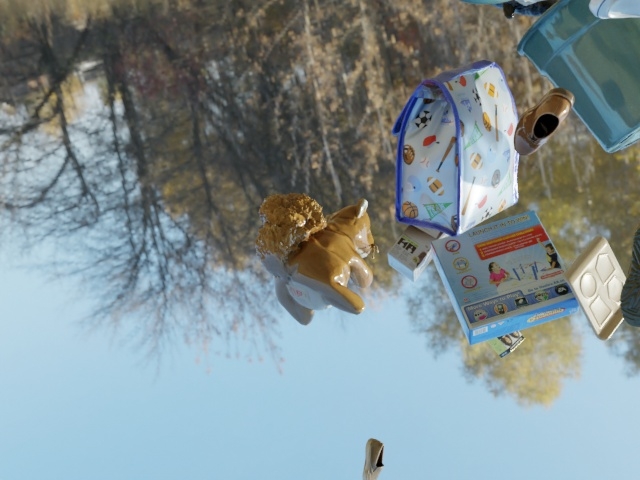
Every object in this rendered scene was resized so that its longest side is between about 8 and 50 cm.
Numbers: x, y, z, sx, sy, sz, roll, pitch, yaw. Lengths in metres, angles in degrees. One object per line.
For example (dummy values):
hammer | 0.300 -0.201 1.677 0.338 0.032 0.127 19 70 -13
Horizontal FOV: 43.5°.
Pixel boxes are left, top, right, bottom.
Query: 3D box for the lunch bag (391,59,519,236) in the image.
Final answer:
lunch bag | 0.350 -0.251 2.058 0.238 0.386 0.327 16 -152 35

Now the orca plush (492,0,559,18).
orca plush | 0.571 -0.653 2.281 0.102 0.287 0.151 -52 159 -7

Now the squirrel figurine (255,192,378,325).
squirrel figurine | 0.000 0.000 2.386 0.281 0.397 0.370 -28 -156 52

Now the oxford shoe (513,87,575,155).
oxford shoe | 0.443 -0.227 1.648 0.076 0.076 0.212 -60 176 -25

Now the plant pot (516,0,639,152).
plant pot | 0.698 -0.410 1.889 0.341 0.334 0.341 -28 170 -6

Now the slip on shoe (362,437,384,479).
slip on shoe | 0.132 0.545 1.936 0.041 0.136 0.051 7 -173 31

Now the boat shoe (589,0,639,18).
boat shoe | 0.589 -0.420 1.359 0.258 0.084 0.095 -19 152 -1

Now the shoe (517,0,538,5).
shoe | 0.454 -0.501 1.519 0.219 0.058 0.077 -8 -133 49

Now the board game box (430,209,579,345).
board game box | 0.491 0.095 2.164 0.308 0.086 0.302 -17 -128 -1

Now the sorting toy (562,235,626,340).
sorting toy | 0.716 0.122 2.064 0.193 0.208 0.038 -41 -166 -30

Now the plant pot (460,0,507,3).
plant pot | 0.223 -0.469 1.114 0.292 0.293 0.235 -3 161 36

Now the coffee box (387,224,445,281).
coffee box | 0.370 -0.018 2.813 0.297 0.118 0.168 -52 165 -8

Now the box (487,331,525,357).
box | 0.509 0.239 2.441 0.087 0.232 0.058 -34 168 -32

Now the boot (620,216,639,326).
boot | 0.720 0.041 1.751 0.089 0.236 0.269 12 -162 21
